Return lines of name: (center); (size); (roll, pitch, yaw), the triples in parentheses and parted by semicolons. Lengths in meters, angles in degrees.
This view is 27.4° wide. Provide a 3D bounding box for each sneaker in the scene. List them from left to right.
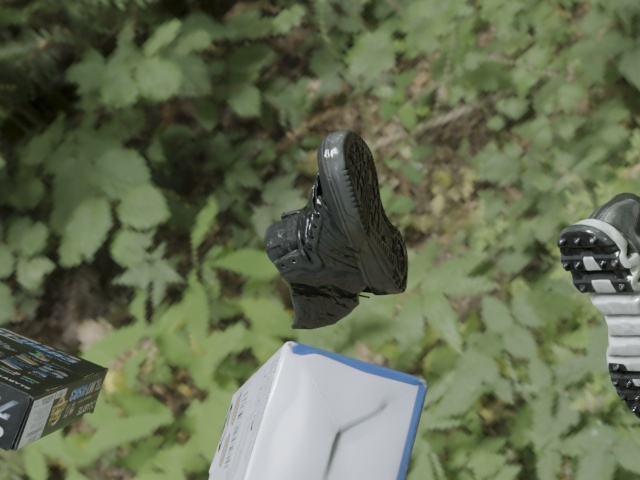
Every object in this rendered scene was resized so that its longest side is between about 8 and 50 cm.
sneaker: (0.000, -0.002, 0.821); (0.089, 0.170, 0.051); (-3, 53, 19)
sneaker: (0.285, 0.058, 1.127); (0.078, 0.234, 0.106); (-1, 34, 48)

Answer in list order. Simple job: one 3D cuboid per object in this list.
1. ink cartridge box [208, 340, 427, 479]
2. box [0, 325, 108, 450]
ink cartridge box: (-0.041, 0.278, 1.346); (0.395, 0.151, 0.270); (133, 155, -69)
box: (-0.426, 0.138, 1.527); (0.293, 0.295, 0.073); (11, -79, -85)
